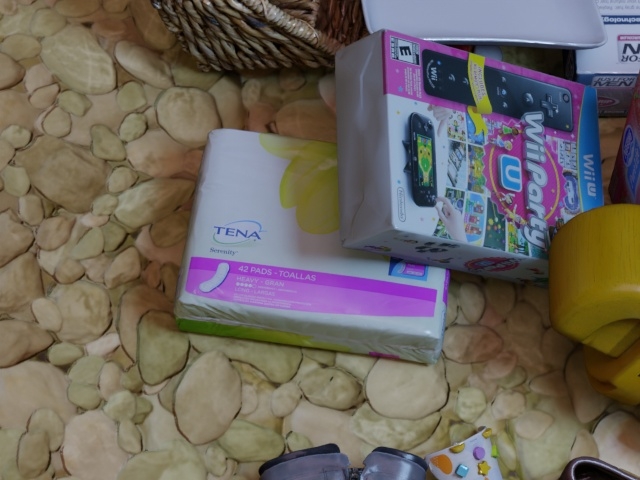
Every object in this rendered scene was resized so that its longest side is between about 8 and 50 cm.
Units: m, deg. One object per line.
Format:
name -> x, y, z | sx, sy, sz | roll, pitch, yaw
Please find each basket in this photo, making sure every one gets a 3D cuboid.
basket -> -0.052, -0.367, 2.042 | 0.223, 0.213, 0.299 | 0, 62, 22

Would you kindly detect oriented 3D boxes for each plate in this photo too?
plate -> 0.164, -0.310, 2.007 | 0.277, 0.045, 0.278 | 0, 51, -13

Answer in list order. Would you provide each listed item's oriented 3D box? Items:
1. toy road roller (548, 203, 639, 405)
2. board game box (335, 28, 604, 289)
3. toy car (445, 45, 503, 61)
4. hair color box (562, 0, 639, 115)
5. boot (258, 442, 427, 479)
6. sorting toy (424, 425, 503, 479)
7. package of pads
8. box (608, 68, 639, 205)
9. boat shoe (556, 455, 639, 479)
toy road roller -> 0.378, 0.038, 1.783 | 0.240, 0.329, 0.202 | 25, 41, -17
board game box -> 0.164, -0.082, 1.894 | 0.303, 0.097, 0.224 | 11, 69, -36
toy car -> 0.125, -0.195, 2.028 | 0.159, 0.136, 0.182 | 12, 64, 5
hair color box -> 0.372, -0.320, 2.107 | 0.173, 0.105, 0.347 | 0, 63, 0
boot -> -0.046, 0.328, 1.798 | 0.338, 0.118, 0.223 | -2, 60, -13
sorting toy -> 0.165, 0.243, 1.860 | 0.083, 0.045, 0.075 | -23, 90, -35
package of pads -> 0.000, 0.000, 1.952 | 0.296, 0.101, 0.229 | 7, 64, 3
box -> 0.402, -0.085, 1.905 | 0.128, 0.257, 0.123 | -10, 60, -6
boat shoe -> 0.381, 0.333, 1.776 | 0.342, 0.123, 0.123 | 39, 70, 17
